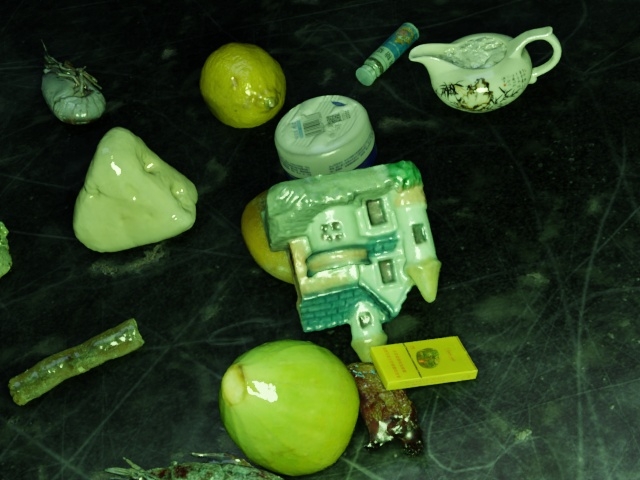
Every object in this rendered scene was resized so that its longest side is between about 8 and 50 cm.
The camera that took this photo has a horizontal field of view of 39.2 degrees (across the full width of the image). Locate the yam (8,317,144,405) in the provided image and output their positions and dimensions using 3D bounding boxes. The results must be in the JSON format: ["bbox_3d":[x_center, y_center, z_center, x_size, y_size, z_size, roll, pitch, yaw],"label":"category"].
[{"bbox_3d":[-0.449,0.222,1.653,0.253,0.061,0.061,-26,45,-6],"label":"yam"}]

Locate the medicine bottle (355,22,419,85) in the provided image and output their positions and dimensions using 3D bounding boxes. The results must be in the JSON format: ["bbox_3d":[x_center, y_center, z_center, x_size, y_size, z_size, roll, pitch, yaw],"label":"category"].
[{"bbox_3d":[0.156,-0.434,2.086,0.051,0.051,0.191,24,60,35],"label":"medicine bottle"}]

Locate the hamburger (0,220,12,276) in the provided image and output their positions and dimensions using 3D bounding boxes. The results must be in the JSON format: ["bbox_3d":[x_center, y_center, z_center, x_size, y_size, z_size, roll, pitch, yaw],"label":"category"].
[{"bbox_3d":[-0.799,0.018,1.891,0.288,0.167,0.192,-24,45,-4],"label":"hamburger"}]

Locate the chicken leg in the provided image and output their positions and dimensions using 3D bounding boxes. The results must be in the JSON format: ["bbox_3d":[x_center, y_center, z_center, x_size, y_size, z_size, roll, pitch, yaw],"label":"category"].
[{"bbox_3d":[0.088,0.260,1.428,0.105,0.063,0.234,-24,42,-11],"label":"chicken leg"}]

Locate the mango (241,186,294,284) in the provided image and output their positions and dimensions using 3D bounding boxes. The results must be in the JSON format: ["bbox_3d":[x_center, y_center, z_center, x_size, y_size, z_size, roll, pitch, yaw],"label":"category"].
[{"bbox_3d":[0.000,0.000,1.655,0.316,0.146,0.192,21,65,20],"label":"mango"}]

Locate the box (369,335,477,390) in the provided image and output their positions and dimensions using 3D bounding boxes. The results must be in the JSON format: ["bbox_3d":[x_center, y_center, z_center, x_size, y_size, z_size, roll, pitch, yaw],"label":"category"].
[{"bbox_3d":[0.165,0.197,1.448,0.155,0.023,0.087,-5,34,-16],"label":"box"}]

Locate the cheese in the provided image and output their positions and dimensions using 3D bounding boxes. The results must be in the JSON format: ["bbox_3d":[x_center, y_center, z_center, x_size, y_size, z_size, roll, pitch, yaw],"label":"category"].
[{"bbox_3d":[-0.420,-0.099,1.851,0.248,0.251,0.173,-23,41,19],"label":"cheese"}]

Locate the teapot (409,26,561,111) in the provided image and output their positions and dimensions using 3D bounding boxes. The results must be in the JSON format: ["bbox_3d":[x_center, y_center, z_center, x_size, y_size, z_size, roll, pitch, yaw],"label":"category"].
[{"bbox_3d":[0.353,-0.370,1.888,0.300,0.165,0.208,-15,32,19],"label":"teapot"}]

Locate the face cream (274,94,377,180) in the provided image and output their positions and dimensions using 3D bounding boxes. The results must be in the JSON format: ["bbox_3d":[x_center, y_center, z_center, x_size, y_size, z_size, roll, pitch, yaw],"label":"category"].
[{"bbox_3d":[0.010,-0.208,1.876,0.206,0.111,0.205,-9,44,9],"label":"face cream"}]

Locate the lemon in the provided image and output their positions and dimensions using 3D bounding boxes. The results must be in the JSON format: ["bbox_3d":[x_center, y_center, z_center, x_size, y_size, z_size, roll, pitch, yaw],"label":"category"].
[{"bbox_3d":[-0.174,-0.350,2.022,0.188,0.188,0.257,-32,40,-12],"label":"lemon"}]

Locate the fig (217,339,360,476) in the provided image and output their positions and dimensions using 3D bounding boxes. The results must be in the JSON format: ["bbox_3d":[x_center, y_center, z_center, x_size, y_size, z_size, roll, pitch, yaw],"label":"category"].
[{"bbox_3d":[-0.061,0.248,1.374,0.230,0.207,0.207,20,41,-21],"label":"fig"}]

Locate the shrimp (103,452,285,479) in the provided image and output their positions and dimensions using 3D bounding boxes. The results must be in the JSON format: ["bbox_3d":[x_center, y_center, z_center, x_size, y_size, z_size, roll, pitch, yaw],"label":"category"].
[{"bbox_3d":[-0.148,0.404,1.315,0.372,0.137,0.172,1,51,19],"label":"shrimp"}]

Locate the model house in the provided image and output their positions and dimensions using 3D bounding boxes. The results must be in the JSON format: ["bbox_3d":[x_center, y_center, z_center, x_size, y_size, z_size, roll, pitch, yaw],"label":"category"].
[{"bbox_3d":[0.065,0.059,1.486,0.267,0.194,0.324,-11,81,-8],"label":"model house"}]

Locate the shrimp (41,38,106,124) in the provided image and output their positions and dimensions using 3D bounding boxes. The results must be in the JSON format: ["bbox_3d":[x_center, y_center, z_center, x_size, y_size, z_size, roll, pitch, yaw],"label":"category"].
[{"bbox_3d":[-0.645,-0.402,2.286,0.145,0.116,0.343,-31,52,-12],"label":"shrimp"}]
